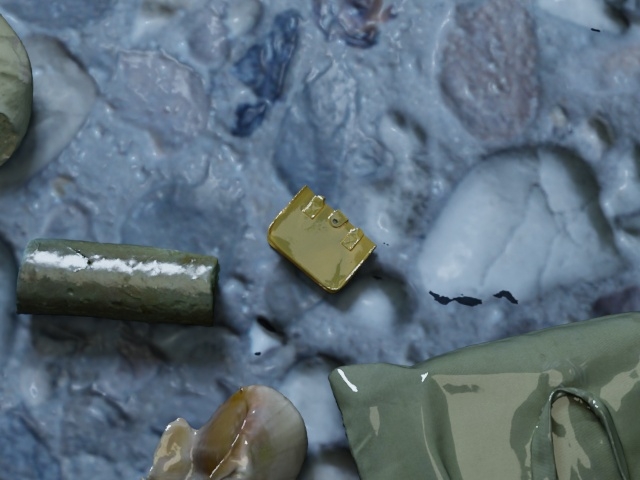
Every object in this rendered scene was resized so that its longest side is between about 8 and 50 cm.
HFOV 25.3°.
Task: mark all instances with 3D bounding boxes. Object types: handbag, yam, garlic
[{"bbox_3d":[0.190,0.185,1.152,0.316,0.109,0.253,-14,83,-8],"label":"handbag"},{"bbox_3d":[-0.169,0.034,1.201,0.169,0.068,0.068,3,79,0],"label":"yam"},{"bbox_3d":[0.000,0.000,1.228,0.083,0.027,0.061,39,82,4],"label":"handbag"},{"bbox_3d":[-0.075,0.199,1.159,0.124,0.099,0.174,28,80,-10],"label":"garlic"}]

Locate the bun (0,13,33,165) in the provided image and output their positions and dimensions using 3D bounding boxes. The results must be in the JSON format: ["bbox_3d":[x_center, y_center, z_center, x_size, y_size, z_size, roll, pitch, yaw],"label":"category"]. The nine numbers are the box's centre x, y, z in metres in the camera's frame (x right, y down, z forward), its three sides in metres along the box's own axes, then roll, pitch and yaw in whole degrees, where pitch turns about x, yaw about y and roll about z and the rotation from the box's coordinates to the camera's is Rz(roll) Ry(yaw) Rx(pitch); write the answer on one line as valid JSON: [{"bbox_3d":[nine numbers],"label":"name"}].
[{"bbox_3d":[-0.341,-0.139,1.205,0.178,0.128,0.193,-39,84,-8],"label":"bun"}]
